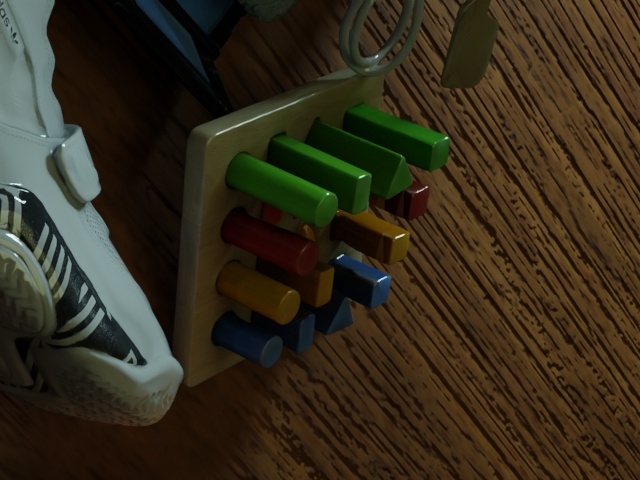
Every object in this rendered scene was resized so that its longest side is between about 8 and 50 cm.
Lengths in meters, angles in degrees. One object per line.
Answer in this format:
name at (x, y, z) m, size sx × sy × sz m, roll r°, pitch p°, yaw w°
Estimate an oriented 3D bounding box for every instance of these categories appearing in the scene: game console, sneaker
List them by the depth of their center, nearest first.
sneaker at (-0.154, -0.078, 0.923) m, size 0.366 × 0.137 × 0.210 m, roll 49°, pitch 58°, yaw -34°
game console at (-0.072, -0.145, 1.067) m, size 0.122 × 0.071 × 0.107 m, roll 46°, pitch 13°, yaw -39°

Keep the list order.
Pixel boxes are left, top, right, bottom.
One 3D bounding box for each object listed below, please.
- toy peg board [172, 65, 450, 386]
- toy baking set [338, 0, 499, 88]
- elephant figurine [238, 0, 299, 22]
toy peg board at (0.000, 0.000, 1.110) m, size 0.161 × 0.079 × 0.160 m, roll -26°, pitch 131°, yaw -46°
toy baking set at (0.046, -0.198, 1.077) m, size 0.256 × 0.030 × 0.196 m, roll 34°, pitch 95°, yaw -43°
elephant figurine at (0.025, -0.263, 1.138) m, size 0.186 × 0.169 × 0.239 m, roll -6°, pitch 105°, yaw -10°
